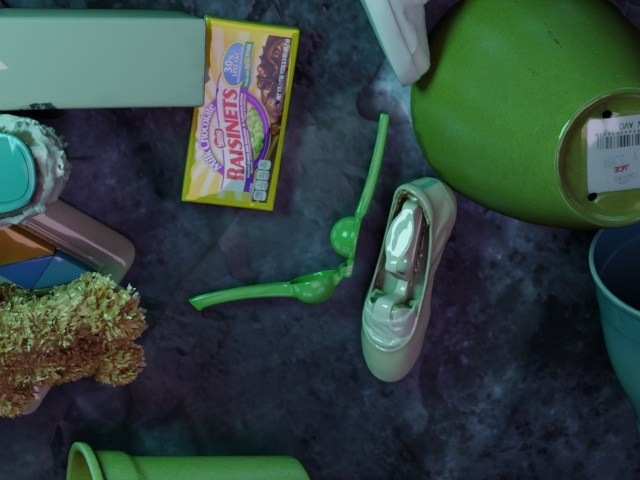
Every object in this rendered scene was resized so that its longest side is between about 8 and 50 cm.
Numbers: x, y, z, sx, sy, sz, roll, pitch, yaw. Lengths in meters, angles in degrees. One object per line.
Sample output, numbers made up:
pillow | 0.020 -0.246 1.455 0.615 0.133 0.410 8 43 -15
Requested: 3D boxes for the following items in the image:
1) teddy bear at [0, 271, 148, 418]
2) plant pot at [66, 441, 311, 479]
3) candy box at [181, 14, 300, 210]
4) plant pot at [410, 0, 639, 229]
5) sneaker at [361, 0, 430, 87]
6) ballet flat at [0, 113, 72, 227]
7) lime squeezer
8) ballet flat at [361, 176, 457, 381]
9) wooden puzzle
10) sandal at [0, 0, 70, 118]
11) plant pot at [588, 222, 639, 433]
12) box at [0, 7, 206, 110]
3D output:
teddy bear | -0.344 0.104 1.390 0.337 0.113 0.245 11 147 -20
plant pot | -0.138 0.349 1.511 0.253 0.276 0.276 -4 109 -20
candy box | -0.089 -0.138 1.466 0.105 0.027 0.206 6 106 -8
plant pot | 0.258 -0.122 1.388 0.274 0.293 0.275 -3 108 -8
sneaker | 0.105 -0.318 1.399 0.169 0.108 0.293 -20 109 1
ballet flat | -0.441 -0.057 1.366 0.408 0.147 0.147 -3 109 10
lime squeezer | 0.000 0.000 1.522 0.310 0.059 0.110 -44 79 8
ballet flat | 0.088 0.048 1.523 0.086 0.086 0.249 11 101 -13
wooden puzzle | -0.354 0.054 1.474 0.221 0.044 0.239 31 100 -17
sandal | -0.355 -0.218 1.380 0.254 0.054 0.097 31 100 -17
plant pot | 0.452 0.115 1.527 0.271 0.272 0.255 -15 124 -5
box | -0.260 -0.184 1.346 0.275 0.113 0.094 -3 105 -22
